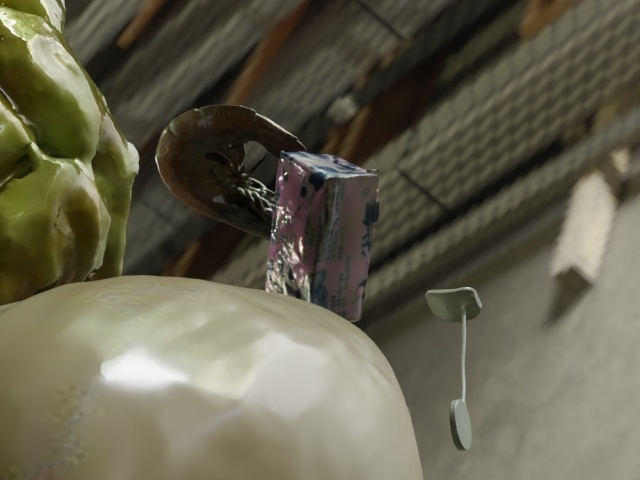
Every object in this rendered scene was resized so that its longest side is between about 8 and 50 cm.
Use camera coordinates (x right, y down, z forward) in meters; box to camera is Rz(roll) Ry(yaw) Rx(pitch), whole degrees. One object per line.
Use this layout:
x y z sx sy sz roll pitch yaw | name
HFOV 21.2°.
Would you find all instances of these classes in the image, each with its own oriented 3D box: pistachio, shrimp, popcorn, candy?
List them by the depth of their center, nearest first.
-0.073 0.108 0.696 0.332 0.226 0.208 -22 -35 -55 | pistachio
-0.246 -0.019 0.958 0.279 0.274 0.335 44 128 39 | popcorn
0.000 0.000 1.639 0.092 0.073 0.160 24 113 48 | candy
-0.059 -0.058 1.847 0.143 0.251 0.052 -51 19 34 | shrimp

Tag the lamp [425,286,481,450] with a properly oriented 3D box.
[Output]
0.131 0.130 1.726 0.056 0.050 0.198 -10 43 18 | lamp
